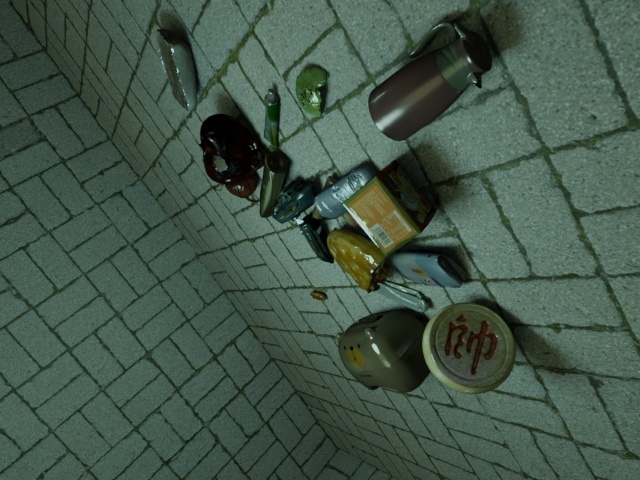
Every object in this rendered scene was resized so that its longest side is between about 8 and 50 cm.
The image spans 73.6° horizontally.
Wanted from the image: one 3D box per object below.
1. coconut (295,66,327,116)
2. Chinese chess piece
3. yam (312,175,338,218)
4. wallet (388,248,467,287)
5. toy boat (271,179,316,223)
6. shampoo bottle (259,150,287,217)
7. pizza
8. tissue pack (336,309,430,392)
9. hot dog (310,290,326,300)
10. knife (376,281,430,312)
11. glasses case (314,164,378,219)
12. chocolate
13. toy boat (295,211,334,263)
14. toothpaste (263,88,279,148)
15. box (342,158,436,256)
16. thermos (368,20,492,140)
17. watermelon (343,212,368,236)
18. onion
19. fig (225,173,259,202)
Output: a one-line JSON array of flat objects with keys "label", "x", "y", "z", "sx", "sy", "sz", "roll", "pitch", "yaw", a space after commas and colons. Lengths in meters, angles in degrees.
[{"label": "coconut", "x": -0.034, "y": -0.443, "z": 1.289, "sx": 0.133, "sy": 0.055, "sz": 0.158, "roll": 29, "pitch": 144, "yaw": 29}, {"label": "Chinese chess piece", "x": 0.447, "y": 0.323, "z": 1.299, "sx": 0.270, "sy": 0.270, "sz": 0.112, "roll": 38, "pitch": 165, "yaw": 20}, {"label": "yam", "x": 0.018, "y": -0.154, "z": 1.556, "sx": 0.057, "sy": 0.056, "sz": 0.241, "roll": 44, "pitch": 150, "yaw": 10}, {"label": "wallet", "x": 0.341, "y": 0.085, "z": 1.373, "sx": 0.170, "sy": 0.069, "sz": 0.230, "roll": 44, "pitch": 159, "yaw": -26}, {"label": "toy boat", "x": -0.099, "y": -0.156, "z": 1.646, "sx": 0.122, "sy": 0.114, "sz": 0.296, "roll": 44, "pitch": 152, "yaw": -8}, {"label": "shampoo bottle", "x": -0.199, "y": -0.209, "z": 1.732, "sx": 0.350, "sy": 0.083, "sz": 0.126, "roll": 115, "pitch": 149, "yaw": -60}, {"label": "pizza", "x": 0.141, "y": 0.064, "z": 1.526, "sx": 0.278, "sy": 0.114, "sz": 0.408, "roll": 49, "pitch": 169, "yaw": -10}, {"label": "tissue pack", "x": 0.246, "y": 0.420, "z": 1.683, "sx": 0.277, "sy": 0.267, "sz": 0.387, "roll": 54, "pitch": 152, "yaw": -3}, {"label": "hot dog", "x": -0.011, "y": 0.270, "z": 2.101, "sx": 0.049, "sy": 0.037, "sz": 0.122, "roll": 51, "pitch": 158, "yaw": -26}, {"label": "knife", "x": 0.290, "y": 0.196, "z": 1.602, "sx": 0.265, "sy": 0.040, "sz": 0.073, "roll": 19, "pitch": 128, "yaw": 43}, {"label": "glasses case", "x": 0.085, "y": -0.154, "z": 1.410, "sx": 0.282, "sy": 0.067, "sz": 0.109, "roll": -29, "pitch": 104, "yaw": 45}, {"label": "chocolate", "x": -0.552, "y": -0.670, "z": 1.686, "sx": 0.185, "sy": 0.100, "sz": 0.304, "roll": 43, "pitch": 149, "yaw": 33}, {"label": "toy boat", "x": 0.000, "y": 0.000, "z": 1.718, "sx": 0.103, "sy": 0.093, "sz": 0.246, "roll": -16, "pitch": 121, "yaw": 24}, {"label": "toothpaste", "x": -0.176, "y": -0.429, "z": 1.511, "sx": 0.078, "sy": 0.046, "sz": 0.248, "roll": 44, "pitch": 153, "yaw": 19}, {"label": "box", "x": 0.201, "y": -0.096, "z": 1.209, "sx": 0.195, "sy": 0.177, "sz": 0.148, "roll": 50, "pitch": 127, "yaw": -1}, {"label": "thermos", "x": 0.240, "y": -0.357, "z": 0.948, "sx": 0.265, "sy": 0.145, "sz": 0.177, "roll": -28, "pitch": 76, "yaw": 52}, {"label": "watermelon", "x": 0.164, "y": -0.077, "z": 1.447, "sx": 0.245, "sy": 0.063, "sz": 0.119, "roll": 27, "pitch": 130, "yaw": 35}, {"label": "onion", "x": -0.363, "y": -0.361, "z": 1.678, "sx": 0.280, "sy": 0.221, "sz": 0.281, "roll": 9, "pitch": 121, "yaw": 15}, {"label": "fig", "x": -0.341, "y": -0.228, "z": 1.891, "sx": 0.146, "sy": 0.133, "sz": 0.201, "roll": 45, "pitch": 160, "yaw": 27}]
